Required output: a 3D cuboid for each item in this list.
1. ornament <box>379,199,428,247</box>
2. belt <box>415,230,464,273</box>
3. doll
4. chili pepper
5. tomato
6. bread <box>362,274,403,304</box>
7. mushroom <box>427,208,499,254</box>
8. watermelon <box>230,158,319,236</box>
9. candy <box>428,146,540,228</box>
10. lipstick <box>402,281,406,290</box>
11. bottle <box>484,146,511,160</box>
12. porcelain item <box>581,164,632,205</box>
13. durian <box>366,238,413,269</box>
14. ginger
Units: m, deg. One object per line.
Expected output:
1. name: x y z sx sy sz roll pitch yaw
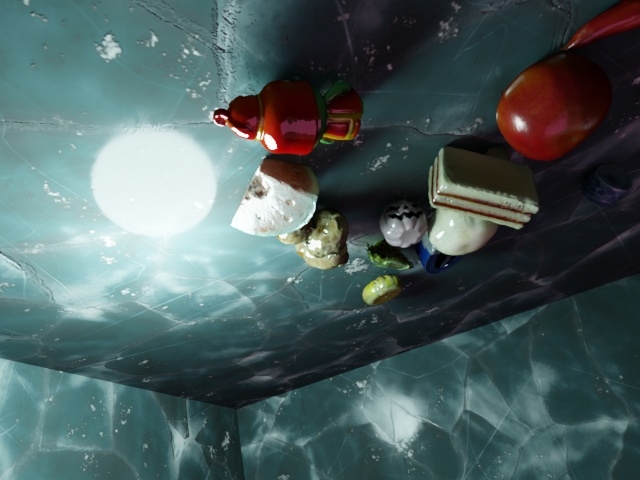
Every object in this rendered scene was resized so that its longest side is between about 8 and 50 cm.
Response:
1. ornament: 0.306 -0.067 1.498 0.177 0.177 0.177 -12 148 -7
2. belt: 0.539 0.017 1.758 0.212 0.117 0.347 -10 149 -12
3. doll: -0.071 -0.292 0.965 0.363 0.160 0.182 -4 153 -18
4. chili pepper: 0.819 -0.574 1.023 0.368 0.092 0.137 -9 167 0
5. tomato: 0.647 -0.358 1.128 0.298 0.226 0.298 -11 151 -6
6. bread: 0.309 0.242 2.008 0.213 0.105 0.213 -14 147 -10
7. mushroom: 0.517 -0.078 1.488 0.260 0.234 0.254 -21 143 19
8. watermelon: -0.146 -0.142 1.228 0.318 0.148 0.226 -15 133 24
9. candy: 0.517 -0.173 1.290 0.321 0.179 0.135 15 144 0
10. lipstick: 0.378 0.275 2.143 0.158 0.048 0.048 -34 144 26
11. bottle: 0.605 -0.239 1.412 0.110 0.097 0.209 -29 149 -10
12. porcelain item: 1.160 -0.221 1.638 0.147 0.147 0.114 -8 146 -13
13. durian: 0.279 0.053 1.701 0.132 0.106 0.375 -34 145 30
14. ginger: 0.000 0.000 1.451 0.256 0.176 0.375 -6 153 17
